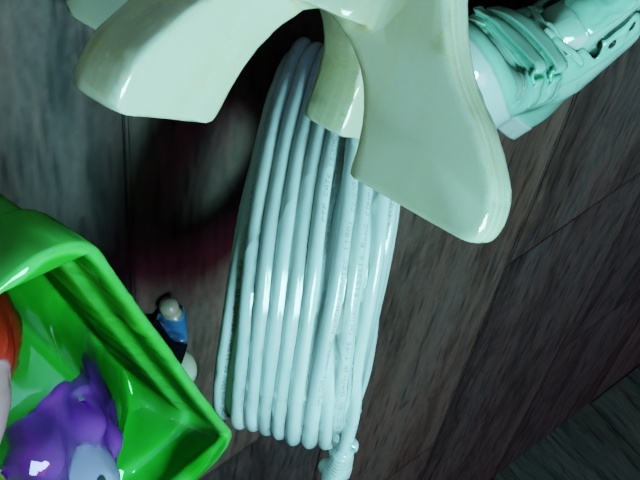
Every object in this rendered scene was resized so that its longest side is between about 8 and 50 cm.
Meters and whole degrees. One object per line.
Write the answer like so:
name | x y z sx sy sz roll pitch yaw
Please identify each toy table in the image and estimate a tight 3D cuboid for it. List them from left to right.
toy table | 0.007 -0.125 0.634 0.274 0.252 0.161 6 113 -50

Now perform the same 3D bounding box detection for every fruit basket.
fruit basket | -0.167 0.161 0.680 0.283 0.392 0.392 -39 159 -8

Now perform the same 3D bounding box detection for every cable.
cable | 0.000 0.000 0.877 0.257 0.089 0.257 94 8 -53

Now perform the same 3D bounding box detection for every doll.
doll | -0.144 0.097 1.031 0.129 0.046 0.189 -56 163 9

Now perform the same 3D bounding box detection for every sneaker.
sneaker | 0.155 -0.154 1.000 0.151 0.094 0.256 -41 169 13
